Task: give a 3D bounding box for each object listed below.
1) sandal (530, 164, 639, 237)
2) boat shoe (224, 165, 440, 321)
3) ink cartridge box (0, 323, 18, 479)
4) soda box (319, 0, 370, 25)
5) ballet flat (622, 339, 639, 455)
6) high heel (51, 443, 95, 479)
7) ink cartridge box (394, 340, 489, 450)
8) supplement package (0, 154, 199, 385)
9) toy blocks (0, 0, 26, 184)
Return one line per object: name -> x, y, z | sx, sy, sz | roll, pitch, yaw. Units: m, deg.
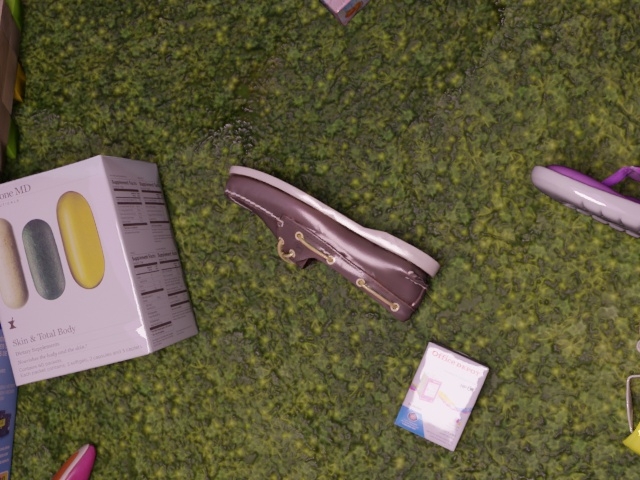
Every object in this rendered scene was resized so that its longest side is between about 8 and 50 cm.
sandal -> 0.463, -0.032, 1.091 | 0.416, 0.169, 0.102 | 22, 92, 1
boat shoe -> 0.000, 0.000, 1.212 | 0.324, 0.116, 0.096 | 27, 88, 8
ink cartridge box -> -0.600, 0.205, 1.304 | 0.270, 0.151, 0.395 | 3, 87, 12
soda box -> 0.074, -0.399, 1.262 | 0.183, 0.058, 0.063 | -44, 77, 5
ballet flat -> 0.436, 0.167, 1.122 | 0.077, 0.077, 0.231 | 13, 89, 30
high heel -> -0.365, 0.423, 1.282 | 0.117, 0.082, 0.244 | 32, 78, -14
ink cartridge box -> 0.165, 0.207, 1.185 | 0.089, 0.052, 0.122 | 23, 89, 14
supplement package -> -0.320, 0.038, 1.219 | 0.199, 0.198, 0.262 | -15, 89, 11
toy blocks -> -0.592, -0.204, 1.271 | 0.261, 0.190, 0.381 | 0, 70, -2
